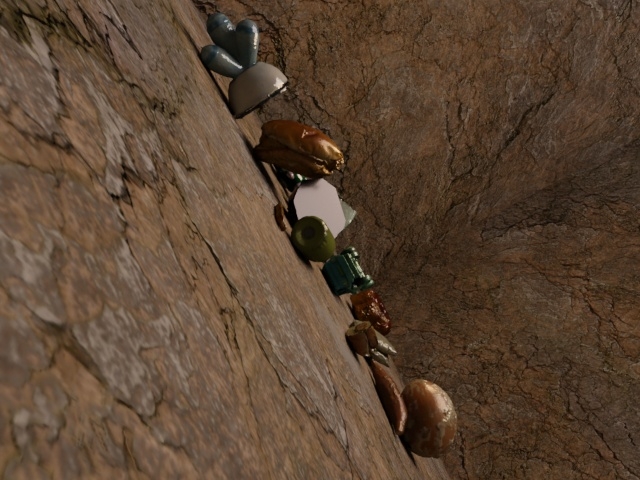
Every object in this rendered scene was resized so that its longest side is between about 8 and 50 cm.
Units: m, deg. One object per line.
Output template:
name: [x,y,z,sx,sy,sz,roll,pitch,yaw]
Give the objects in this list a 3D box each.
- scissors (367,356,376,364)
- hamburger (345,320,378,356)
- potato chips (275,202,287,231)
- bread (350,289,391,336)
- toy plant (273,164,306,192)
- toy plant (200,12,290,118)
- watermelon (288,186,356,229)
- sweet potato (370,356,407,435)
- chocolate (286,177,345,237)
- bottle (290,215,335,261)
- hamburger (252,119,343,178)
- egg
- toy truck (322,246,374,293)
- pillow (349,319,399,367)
scissors: [0.181,0.421,1.789,0.101,0.027,0.204,62,3,-62]
hamburger: [0.128,0.308,1.482,0.176,0.087,0.102,120,-45,-84]
potato chips: [-0.114,-0.076,1.381,0.204,0.026,0.037,-113,177,-68]
bread: [0.229,0.347,2.261,0.247,0.135,0.232,64,17,9]
toy plant: [-0.134,-0.294,2.196,0.243,0.112,0.232,54,5,-27]
toy plant: [-0.283,-0.620,1.688,0.332,0.247,0.247,56,5,-19]
watermelon: [-0.019,-0.135,2.002,0.258,0.228,0.387,49,4,-31]
sweet potato: [0.213,0.468,1.498,0.066,0.072,0.314,44,14,-29]
chocolate: [-0.053,-0.079,1.733,0.177,0.206,0.224,-29,-104,49]
bottle: [-0.011,0.009,1.493,0.112,0.112,0.260,63,3,17]
hamburger: [-0.069,-0.314,1.700,0.314,0.170,0.290,19,10,-11]
egg: [0.325,0.550,1.518,0.195,0.195,0.233,37,37,-83]
toy truck: [0.106,0.132,1.924,0.155,0.156,0.279,63,3,15]
pillow: [0.181,0.357,1.734,0.181,0.078,0.134,38,9,-19]
